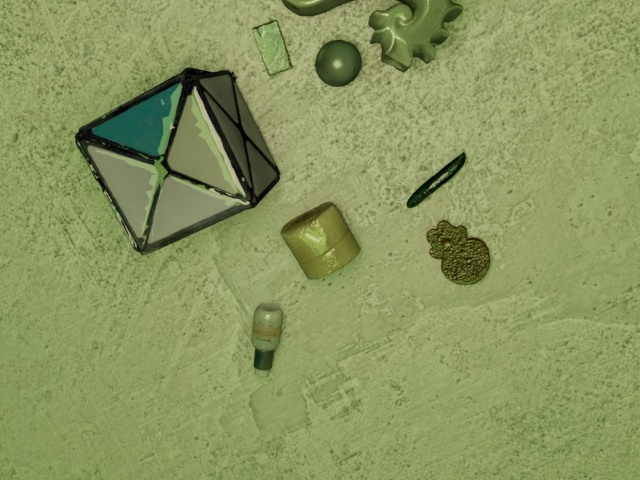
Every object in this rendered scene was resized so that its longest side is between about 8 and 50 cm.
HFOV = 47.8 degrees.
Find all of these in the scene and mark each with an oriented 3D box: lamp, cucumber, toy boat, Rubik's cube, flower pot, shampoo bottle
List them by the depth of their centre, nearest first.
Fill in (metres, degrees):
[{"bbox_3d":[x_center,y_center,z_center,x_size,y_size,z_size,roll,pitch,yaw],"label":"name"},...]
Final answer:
[{"bbox_3d":[0.117,-0.535,1.515,0.367,0.164,0.254,29,95,-2],"label":"flower pot"},{"bbox_3d":[-0.305,-0.184,1.599,0.305,0.307,0.310,-22,100,14],"label":"Rubik's cube"},{"bbox_3d":[0.040,-0.395,1.609,0.105,0.105,0.105,2,106,6],"label":"lamp"},{"bbox_3d":[-0.110,-0.441,1.657,0.063,0.016,0.115,-16,104,10],"label":"toy boat"},{"bbox_3d":[0.271,-0.137,1.689,0.184,0.036,0.033,-39,108,16],"label":"cucumber"},{"bbox_3d":[-0.140,0.257,1.825,0.074,0.074,0.192,10,107,4],"label":"shampoo bottle"}]

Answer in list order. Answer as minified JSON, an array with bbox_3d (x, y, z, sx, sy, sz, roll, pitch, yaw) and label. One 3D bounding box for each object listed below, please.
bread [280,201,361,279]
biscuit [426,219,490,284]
[{"bbox_3d":[0.000,0.000,1.708,0.148,0.134,0.141,-30,101,0],"label":"bread"},{"bbox_3d":[0.331,0.028,1.733,0.124,0.026,0.175,-40,98,14],"label":"biscuit"}]
